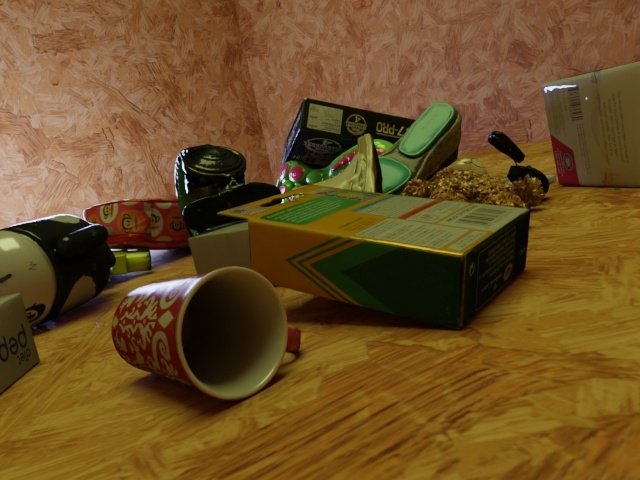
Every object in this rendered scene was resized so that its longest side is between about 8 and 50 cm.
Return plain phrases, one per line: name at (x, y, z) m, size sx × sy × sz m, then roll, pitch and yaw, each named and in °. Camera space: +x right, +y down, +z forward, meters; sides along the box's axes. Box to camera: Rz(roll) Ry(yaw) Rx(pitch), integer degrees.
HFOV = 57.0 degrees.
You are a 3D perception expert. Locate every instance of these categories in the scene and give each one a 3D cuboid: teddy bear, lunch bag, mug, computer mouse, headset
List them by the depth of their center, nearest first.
mug at (-0.115, 0.098, 0.577) m, size 0.169 × 0.150 × 0.113 m, roll -7°, pitch 46°, yaw 48°
teddy bear at (0.270, -0.085, 1.065) m, size 0.245 × 0.113 × 0.338 m, roll -4°, pitch 12°, yaw 29°
computer mouse at (0.375, -0.145, 1.103) m, size 0.071 × 0.041 × 0.242 m, roll 30°, pitch -2°, yaw 40°
headset at (-0.227, -0.075, 1.211) m, size 0.185 × 0.244 × 0.394 m, roll -18°, pitch 12°, yaw -33°
lunch bag at (-0.430, -0.037, 1.465) m, size 0.258 × 0.120 × 0.293 m, roll -3°, pitch -3°, yaw 37°

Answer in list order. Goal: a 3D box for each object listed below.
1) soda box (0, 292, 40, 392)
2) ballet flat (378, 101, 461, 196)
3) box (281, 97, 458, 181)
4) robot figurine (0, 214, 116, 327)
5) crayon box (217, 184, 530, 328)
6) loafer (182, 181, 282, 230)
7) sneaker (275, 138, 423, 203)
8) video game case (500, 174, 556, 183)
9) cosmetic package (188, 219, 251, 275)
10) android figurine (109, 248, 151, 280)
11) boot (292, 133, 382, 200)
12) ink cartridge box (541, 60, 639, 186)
soda box at (-0.408, 0.141, 0.617) m, size 0.091 × 0.098 × 0.286 m, roll -12°, pitch 9°, yaw 0°
ballet flat at (0.168, -0.139, 1.204) m, size 0.348 × 0.123 × 0.123 m, roll -44°, pitch 20°, yaw -16°
box at (0.113, -0.235, 1.534) m, size 0.394 × 0.097 × 0.318 m, roll 9°, pitch -11°, yaw -11°
robot figurine at (-0.478, 0.052, 1.017) m, size 0.173 × 0.209 × 0.278 m, roll 20°, pitch 16°, yaw 10°
crayon box at (0.061, 0.002, 0.717) m, size 0.322 × 0.083 × 0.203 m, roll 11°, pitch 21°, yaw 34°
loafer at (-0.148, -0.059, 0.986) m, size 0.169 × 0.062 × 0.061 m, roll -13°, pitch 2°, yaw -17°
sneaker at (0.050, -0.116, 1.471) m, size 0.202 × 0.186 × 0.482 m, roll 15°, pitch -12°, yaw -39°
video game case at (0.439, -0.126, 1.368) m, size 0.157 × 0.019 × 0.143 m, roll -17°, pitch 11°, yaw -31°
cosmetic package at (-0.079, 0.013, 0.955) m, size 0.237 × 0.107 × 0.127 m, roll -10°, pitch 9°, yaw 27°
android figurine at (-0.507, 0.057, 1.279) m, size 0.272 × 0.056 × 0.248 m, roll -7°, pitch 6°, yaw -18°
boot at (0.032, -0.108, 1.106) m, size 0.165 × 0.077 × 0.213 m, roll -11°, pitch 50°, yaw 16°
ink cartridge box at (0.588, -0.223, 1.130) m, size 0.131 × 0.226 × 0.306 m, roll -16°, pitch 11°, yaw -16°
